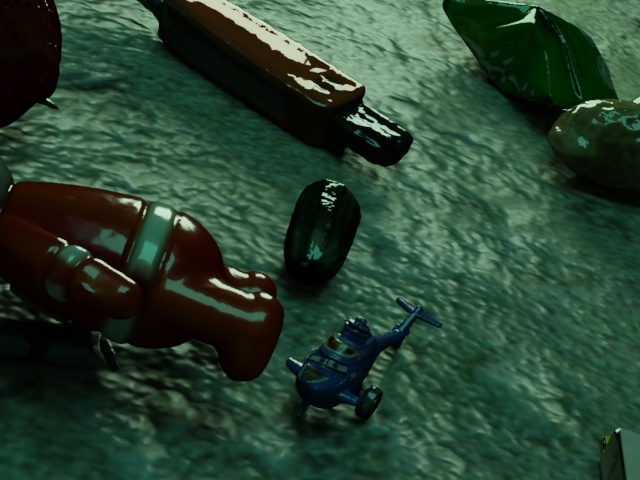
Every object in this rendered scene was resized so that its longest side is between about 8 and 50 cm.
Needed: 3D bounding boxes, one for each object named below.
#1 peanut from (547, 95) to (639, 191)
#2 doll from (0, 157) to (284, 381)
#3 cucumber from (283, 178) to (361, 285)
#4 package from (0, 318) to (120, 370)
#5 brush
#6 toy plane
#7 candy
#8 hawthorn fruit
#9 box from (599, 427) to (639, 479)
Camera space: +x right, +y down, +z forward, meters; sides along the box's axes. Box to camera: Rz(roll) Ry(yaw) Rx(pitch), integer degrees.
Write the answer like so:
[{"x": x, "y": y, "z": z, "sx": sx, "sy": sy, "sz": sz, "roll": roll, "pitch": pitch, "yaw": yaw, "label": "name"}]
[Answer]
[{"x": 0.294, "y": -0.088, "z": 1.418, "sx": 0.228, "sy": 0.085, "sz": 0.104, "roll": -9, "pitch": 31, "yaw": -41, "label": "peanut"}, {"x": -0.185, "y": -0.003, "z": 0.913, "sx": 0.336, "sy": 0.105, "sz": 0.200, "roll": 21, "pitch": 7, "yaw": -8, "label": "doll"}, {"x": 0.000, "y": 0.000, "z": 1.104, "sx": 0.048, "sy": 0.048, "sz": 0.105, "roll": 20, "pitch": 31, "yaw": -2, "label": "cucumber"}, {"x": -0.169, "y": 0.058, "z": 0.920, "sx": 0.110, "sy": 0.015, "sz": 0.037, "roll": 8, "pitch": 25, "yaw": -25, "label": "package"}, {"x": -0.061, "y": -0.150, "z": 1.330, "sx": 0.323, "sy": 0.051, "sz": 0.070, "roll": 36, "pitch": 38, "yaw": 21, "label": "brush"}, {"x": 0.027, "y": 0.068, "z": 0.991, "sx": 0.054, "sy": 0.062, "sz": 0.167, "roll": 30, "pitch": 19, "yaw": 17, "label": "toy plane"}, {"x": 0.208, "y": -0.178, "z": 1.529, "sx": 0.141, "sy": 0.078, "sz": 0.203, "roll": -8, "pitch": 45, "yaw": -42, "label": "candy"}, {"x": -0.244, "y": -0.140, "z": 1.111, "sx": 0.172, "sy": 0.148, "sz": 0.148, "roll": 34, "pitch": 14, "yaw": -41, "label": "hawthorn fruit"}, {"x": 0.231, "y": 0.191, "z": 0.934, "sx": 0.129, "sy": 0.033, "sz": 0.247, "roll": 18, "pitch": 28, "yaw": -4, "label": "box"}]
